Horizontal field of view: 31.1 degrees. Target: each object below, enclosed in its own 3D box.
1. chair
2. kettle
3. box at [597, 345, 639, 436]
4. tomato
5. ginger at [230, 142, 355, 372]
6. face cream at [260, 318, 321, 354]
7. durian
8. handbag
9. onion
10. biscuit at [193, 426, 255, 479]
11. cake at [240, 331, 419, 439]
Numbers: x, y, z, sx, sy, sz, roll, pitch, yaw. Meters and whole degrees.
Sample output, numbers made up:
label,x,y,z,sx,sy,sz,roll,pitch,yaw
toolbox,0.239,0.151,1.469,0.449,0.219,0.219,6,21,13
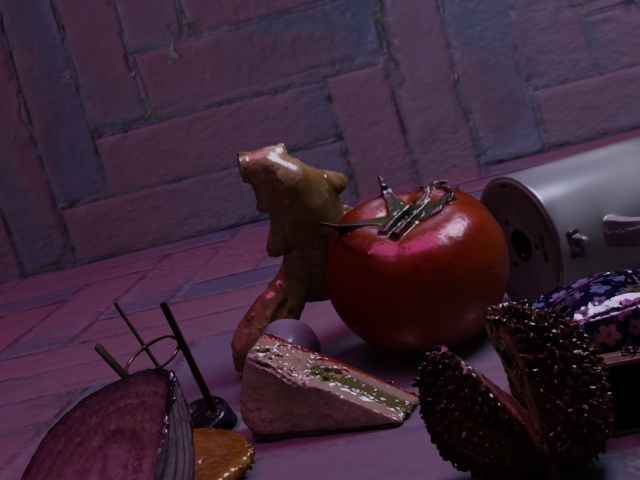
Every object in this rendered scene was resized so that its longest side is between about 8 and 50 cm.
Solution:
label,x,y,z,sx,sy,sz,roll,pitch,yaw
chair,-0.199,0.183,1.476,0.104,0.221,0.095,-2,40,46
kettle,0.423,-0.047,1.655,0.318,0.205,0.265,-16,-21,-21
box,0.322,0.147,1.155,0.079,0.083,0.035,-14,10,13
tomato,0.134,0.038,1.594,0.256,0.224,0.256,-8,26,4
ginger,0.020,0.003,1.724,0.363,0.348,0.122,-15,35,-25
face cream,-0.049,0.161,1.613,0.091,0.091,0.095,-12,19,19
durian,0.189,0.158,1.097,0.196,0.196,0.167,-10,-20,29
handbag,0.322,0.102,1.280,0.229,0.127,0.208,-16,4,-1
onion,-0.215,0.269,1.176,0.247,0.111,0.250,-26,37,35
biscuit,-0.198,0.281,1.341,0.254,0.035,0.254,-14,11,3
cake,-0.001,0.210,1.423,0.220,0.116,0.086,22,24,13
